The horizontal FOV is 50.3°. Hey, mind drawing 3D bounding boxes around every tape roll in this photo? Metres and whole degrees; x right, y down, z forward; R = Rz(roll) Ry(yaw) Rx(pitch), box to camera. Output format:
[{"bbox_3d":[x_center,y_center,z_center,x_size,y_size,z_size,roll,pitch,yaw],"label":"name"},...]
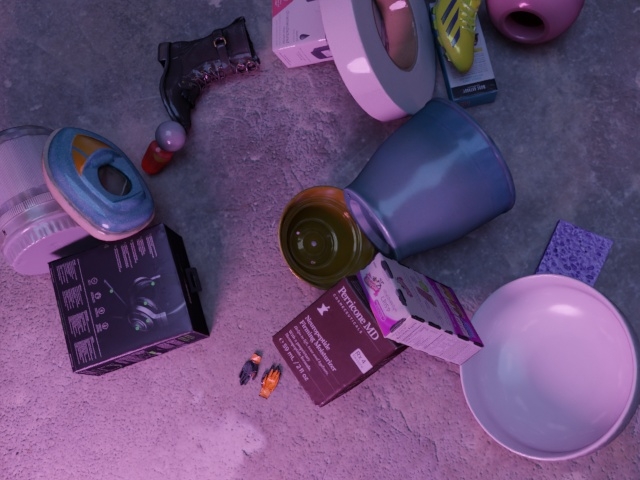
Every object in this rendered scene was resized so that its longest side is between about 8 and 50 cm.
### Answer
[{"bbox_3d":[0.127,-0.439,1.394,0.071,0.392,0.392,-9,75,31],"label":"tape roll"}]

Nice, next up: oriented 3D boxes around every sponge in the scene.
[{"bbox_3d":[0.507,0.070,1.409,0.117,0.031,0.210,26,82,11],"label":"sponge"}]

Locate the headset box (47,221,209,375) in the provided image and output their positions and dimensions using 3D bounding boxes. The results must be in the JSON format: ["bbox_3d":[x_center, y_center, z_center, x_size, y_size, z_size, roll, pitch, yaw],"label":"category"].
[{"bbox_3d":[-0.395,0.124,1.447,0.282,0.131,0.247,-20,75,2],"label":"headset box"}]

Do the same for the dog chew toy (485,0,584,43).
[{"bbox_3d":[0.487,-0.597,1.485,0.206,0.207,0.332,18,72,10],"label":"dog chew toy"}]

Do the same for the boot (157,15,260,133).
[{"bbox_3d":[-0.250,-0.385,1.568,0.228,0.091,0.263,-12,74,4],"label":"boot"}]

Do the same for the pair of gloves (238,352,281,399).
[{"bbox_3d":[-0.129,0.286,1.442,0.083,0.010,0.074,28,82,12],"label":"pair of gloves"}]

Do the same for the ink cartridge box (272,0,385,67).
[{"bbox_3d":[0.018,-0.504,1.533,0.237,0.100,0.172,-6,76,20],"label":"ink cartridge box"}]

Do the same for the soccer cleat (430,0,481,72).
[{"bbox_3d":[0.302,-0.501,1.456,0.121,0.093,0.289,-13,72,29],"label":"soccer cleat"}]

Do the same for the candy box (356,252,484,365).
[{"bbox_3d":[0.190,0.134,1.296,0.071,0.233,0.159,-45,42,22],"label":"candy box"}]

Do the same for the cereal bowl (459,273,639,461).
[{"bbox_3d":[0.443,0.240,1.289,0.338,0.141,0.339,-14,67,37],"label":"cereal bowl"}]

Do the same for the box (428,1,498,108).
[{"bbox_3d":[0.316,-0.421,1.527,0.100,0.060,0.245,-12,76,4],"label":"box"}]

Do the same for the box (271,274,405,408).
[{"bbox_3d":[0.051,0.190,1.335,0.203,0.167,0.168,-41,74,18],"label":"box"}]

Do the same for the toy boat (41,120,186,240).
[{"bbox_3d":[-0.413,-0.156,1.421,0.267,0.318,0.148,48,129,1],"label":"toy boat"}]

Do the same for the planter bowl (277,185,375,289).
[{"bbox_3d":[0.000,0.000,1.428,0.217,0.090,0.217,4,80,-22],"label":"planter bowl"}]

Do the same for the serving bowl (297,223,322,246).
[{"bbox_3d":[-0.036,-0.007,1.490,0.083,0.027,0.084,-2,76,6],"label":"serving bowl"}]

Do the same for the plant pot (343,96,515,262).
[{"bbox_3d":[0.194,-0.099,1.347,0.255,0.272,0.272,-35,76,-8],"label":"plant pot"}]

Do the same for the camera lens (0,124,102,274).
[{"bbox_3d":[-0.615,-0.092,1.475,0.219,0.219,0.274,-30,76,-1],"label":"camera lens"}]
